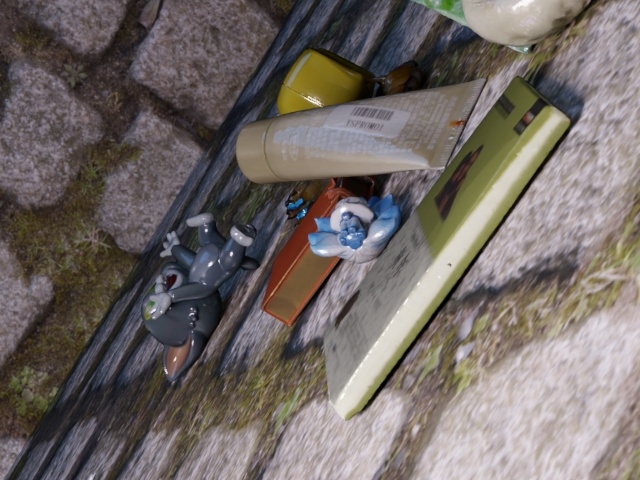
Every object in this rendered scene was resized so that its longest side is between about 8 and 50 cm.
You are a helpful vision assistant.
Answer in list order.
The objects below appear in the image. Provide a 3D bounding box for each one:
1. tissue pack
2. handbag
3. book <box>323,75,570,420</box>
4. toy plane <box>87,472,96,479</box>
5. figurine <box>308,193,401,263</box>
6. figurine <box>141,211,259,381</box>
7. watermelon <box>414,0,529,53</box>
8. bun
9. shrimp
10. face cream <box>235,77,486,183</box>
[{"bbox_3d":[0.005,-0.206,2.281,0.127,0.123,0.178,-61,-5,9],"label":"tissue pack"},{"bbox_3d":[0.000,0.000,1.951,0.190,0.062,0.127,-55,10,29],"label":"handbag"},{"bbox_3d":[0.110,-0.002,1.541,0.352,0.035,0.239,-55,9,10],"label":"book"},{"bbox_3d":[-0.380,0.409,2.509,0.084,0.024,0.078,-51,10,-2],"label":"toy plane"},{"bbox_3d":[0.041,-0.020,1.766,0.114,0.079,0.114,-27,26,14],"label":"figurine"},{"bbox_3d":[-0.183,0.056,2.385,0.265,0.140,0.193,-40,40,19],"label":"figurine"},{"bbox_3d":[0.212,-0.354,1.785,0.264,0.151,0.302,-56,11,5],"label":"watermelon"},{"bbox_3d":[0.231,-0.277,1.614,0.183,0.102,0.183,-29,44,32],"label":"bun"},{"bbox_3d":[0.047,-0.141,2.144,0.290,0.054,0.222,-45,17,38],"label":"shrimp"},{"bbox_3d":[0.041,-0.122,1.876,0.341,0.084,0.137,-5,47,44],"label":"face cream"}]
